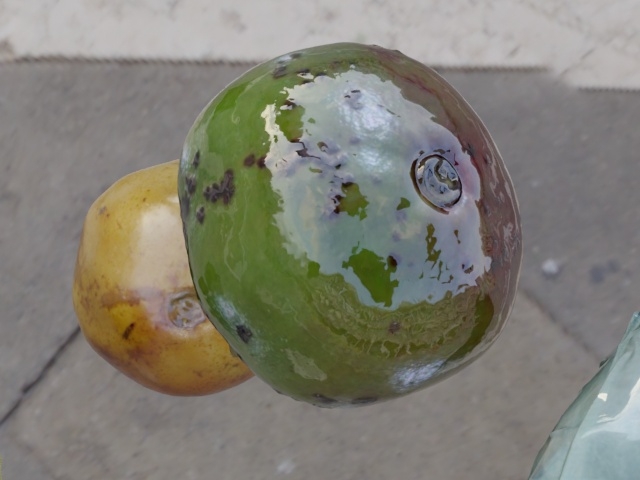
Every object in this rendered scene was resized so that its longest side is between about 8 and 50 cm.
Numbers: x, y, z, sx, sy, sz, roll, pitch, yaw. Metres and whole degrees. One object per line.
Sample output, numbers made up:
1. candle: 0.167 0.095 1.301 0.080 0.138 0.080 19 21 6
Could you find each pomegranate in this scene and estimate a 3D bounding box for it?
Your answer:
1. pomegranate: -0.010 -0.008 1.304 0.291 0.323 0.291 16 71 -55
2. pomegranate: -0.132 0.029 1.720 0.264 0.264 0.264 8 69 -21

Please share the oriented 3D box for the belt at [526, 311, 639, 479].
1. belt: 0.223 0.142 0.789 0.257 0.207 0.150 56 27 3
